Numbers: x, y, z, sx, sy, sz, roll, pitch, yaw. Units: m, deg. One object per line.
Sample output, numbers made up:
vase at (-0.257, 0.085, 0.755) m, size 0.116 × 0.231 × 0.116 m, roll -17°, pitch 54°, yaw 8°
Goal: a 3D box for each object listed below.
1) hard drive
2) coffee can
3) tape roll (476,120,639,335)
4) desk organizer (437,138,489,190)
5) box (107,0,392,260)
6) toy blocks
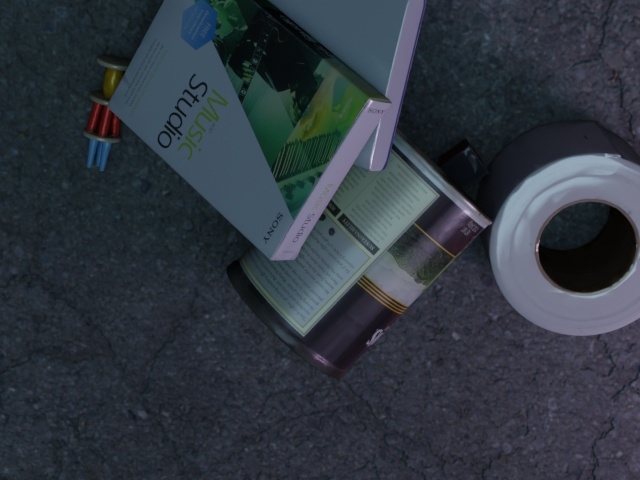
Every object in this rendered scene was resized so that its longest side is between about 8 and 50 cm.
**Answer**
hard drive at (-0.033, -0.231, 1.694) m, size 0.318 × 0.040 × 0.210 m, roll 23°, pitch 107°, yaw 33°
coffee can at (0.048, 0.006, 1.749) m, size 0.201 × 0.201 × 0.275 m, roll 42°, pitch 98°, yaw -13°
tape roll at (0.331, -0.018, 1.825) m, size 0.246 × 0.169 × 0.246 m, roll 0°, pitch 110°, yaw 0°
desk organizer at (0.156, -0.077, 1.866) m, size 0.130 × 0.050 × 0.047 m, roll -35°, pitch 105°, yaw 11°
box at (-0.093, -0.162, 1.673) m, size 0.322 × 0.058 × 0.232 m, roll 41°, pitch 112°, yaw 24°
toy blocks at (-0.245, -0.157, 1.834) m, size 0.123 × 0.054 × 0.148 m, roll 12°, pitch 108°, yaw -4°
